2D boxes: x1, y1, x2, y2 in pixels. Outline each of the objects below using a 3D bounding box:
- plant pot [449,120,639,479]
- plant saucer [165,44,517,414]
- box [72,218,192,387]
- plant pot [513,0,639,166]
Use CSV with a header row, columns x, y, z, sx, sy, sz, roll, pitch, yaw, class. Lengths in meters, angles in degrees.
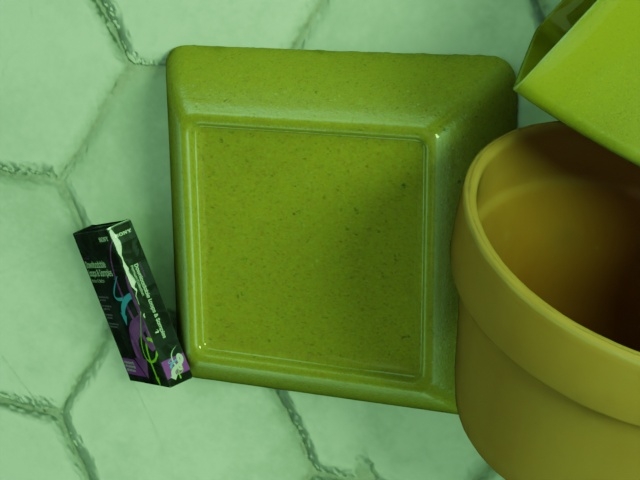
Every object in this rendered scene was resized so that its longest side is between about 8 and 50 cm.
x,y,z,sx,sy,sz,roll,pitch,yaw,class
0.222,0.072,0.925,0.291,0.291,0.203,25,128,13,plant pot
0.000,0.000,1.085,0.333,0.081,0.332,5,106,20,plant saucer
-0.183,0.060,1.166,0.116,0.029,0.162,-6,105,62,box
0.287,-0.147,0.869,0.187,0.212,0.212,41,115,-3,plant pot
